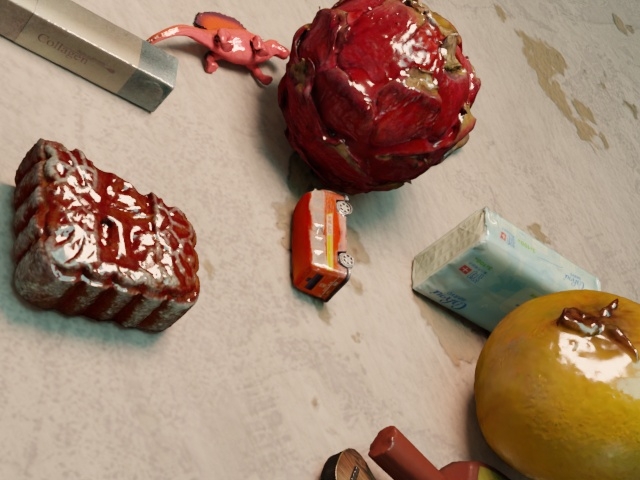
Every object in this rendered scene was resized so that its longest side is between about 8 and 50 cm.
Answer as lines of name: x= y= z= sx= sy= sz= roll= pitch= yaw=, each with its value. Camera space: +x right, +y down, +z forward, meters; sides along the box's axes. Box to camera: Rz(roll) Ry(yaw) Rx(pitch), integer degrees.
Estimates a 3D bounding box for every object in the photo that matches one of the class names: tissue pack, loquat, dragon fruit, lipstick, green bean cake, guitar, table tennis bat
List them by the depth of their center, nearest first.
green bean cake: x=-0.261 y=0.001 z=1.365 sx=0.233 sy=0.097 sz=0.198 roll=19 pitch=48 yaw=-33
guitar: x=0.103 y=0.384 z=1.462 sx=0.271 sy=0.038 sz=0.084 roll=46 pitch=36 yaw=-14
table tennis bat: x=0.218 y=0.404 z=1.525 sx=0.414 sy=0.051 sz=0.268 roll=45 pitch=31 yaw=-17
lipstick: x=-0.350 y=-0.287 z=1.532 sx=0.317 sy=0.066 sz=0.068 roll=26 pitch=45 yaw=-27
loquat: x=0.393 y=0.243 z=1.663 sx=0.329 sy=0.359 sz=0.328 roll=-3 pitch=35 yaw=2
dragon fruit: x=0.085 y=-0.230 z=1.724 sx=0.329 sy=0.329 sz=0.329 roll=25 pitch=45 yaw=-28
tissue pack: x=0.303 y=0.072 z=1.793 sx=0.263 sy=0.177 sz=0.089 roll=31 pitch=42 yaw=-23

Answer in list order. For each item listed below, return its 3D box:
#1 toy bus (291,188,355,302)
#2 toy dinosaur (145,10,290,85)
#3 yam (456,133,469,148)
toy bus: x=0.000 y=0.000 z=1.641 sx=0.077 sy=0.079 sz=0.174 roll=17 pitch=49 yaw=-22
toy dinosaur: x=-0.172 y=-0.333 z=1.758 sx=0.286 sy=0.070 sz=0.139 roll=5 pitch=47 yaw=-38
yam: x=0.195 y=-0.165 z=1.982 sx=0.264 sy=0.046 sz=0.046 roll=-24 pitch=78 yaw=-49
